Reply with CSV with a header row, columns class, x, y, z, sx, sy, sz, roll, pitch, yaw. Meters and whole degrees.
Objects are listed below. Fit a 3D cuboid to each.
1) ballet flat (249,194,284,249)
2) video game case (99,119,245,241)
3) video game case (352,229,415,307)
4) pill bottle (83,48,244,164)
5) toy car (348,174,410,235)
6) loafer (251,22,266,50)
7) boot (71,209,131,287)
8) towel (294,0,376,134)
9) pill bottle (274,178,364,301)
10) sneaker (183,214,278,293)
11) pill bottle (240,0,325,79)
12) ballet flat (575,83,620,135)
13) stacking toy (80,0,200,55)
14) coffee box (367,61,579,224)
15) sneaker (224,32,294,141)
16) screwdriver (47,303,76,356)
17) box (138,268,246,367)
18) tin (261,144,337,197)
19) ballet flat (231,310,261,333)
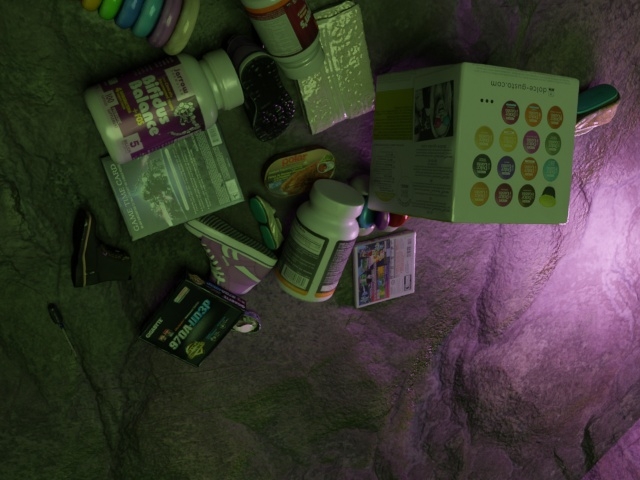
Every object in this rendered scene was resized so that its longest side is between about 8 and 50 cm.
class,x,y,z,sx,sy,sz,roll,pitch,yaw
ballet flat,-0.130,-0.053,1.922,0.052,0.057,0.168,-44,136,-32
video game case,-0.327,-0.135,1.748,0.274,0.026,0.196,-21,101,-12
video game case,0.175,0.079,2.148,0.183,0.023,0.201,-14,123,-18
pill bottle,-0.320,-0.287,1.620,0.301,0.169,0.169,-25,125,-11
toy car,0.153,-0.080,1.976,0.182,0.136,0.159,-8,120,-21
loafer,-0.110,-0.489,1.673,0.061,0.062,0.170,-8,122,-26
boot,-0.491,0.015,1.778,0.137,0.077,0.198,-4,132,-28
towel,0.028,-0.397,1.796,0.187,0.049,0.282,-23,125,-11
pill bottle,0.000,0.000,1.921,0.162,0.162,0.278,7,120,-28
sneaker,-0.248,0.044,1.884,0.282,0.102,0.161,35,103,-35
pill bottle,-0.072,-0.444,1.603,0.121,0.121,0.221,-35,141,-3
ballet flat,0.649,-0.317,2.098,0.348,0.123,0.123,-21,124,-13
stacking toy,-0.406,-0.480,1.501,0.330,0.141,0.141,18,109,-28
coffee box,0.343,-0.212,1.799,0.337,0.338,0.334,0,96,-29
sneaker,-0.139,-0.342,1.725,0.107,0.124,0.283,-31,151,-12
screwdriver,-0.610,0.217,1.863,0.025,0.024,0.170,-47,139,-31
box,-0.314,0.194,1.917,0.175,0.051,0.220,32,115,-22
tin,-0.052,-0.170,1.894,0.189,0.040,0.106,-16,127,-17
ballet flat,-0.236,0.205,2.000,0.188,0.070,0.070,7,114,-28
